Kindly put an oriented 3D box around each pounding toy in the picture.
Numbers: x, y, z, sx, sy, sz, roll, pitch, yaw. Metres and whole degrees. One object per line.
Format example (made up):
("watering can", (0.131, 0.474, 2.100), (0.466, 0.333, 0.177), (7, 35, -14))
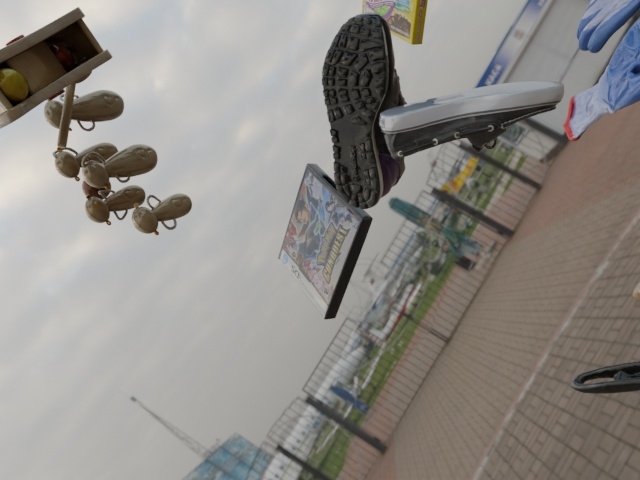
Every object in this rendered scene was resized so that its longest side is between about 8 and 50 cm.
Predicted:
("pounding toy", (-0.366, -0.215, 0.809), (0.154, 0.155, 0.270), (-20, 28, 20))

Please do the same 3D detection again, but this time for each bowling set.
("bowling set", (-0.388, -0.100, 1.022), (0.200, 0.287, 0.154), (-35, 2, 35))

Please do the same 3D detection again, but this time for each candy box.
("candy box", (0.132, -0.437, 1.053), (0.027, 0.206, 0.105), (-9, -55, -21))

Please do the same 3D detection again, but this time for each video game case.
("video game case", (0.000, 0.000, 1.339), (0.035, 0.248, 0.275), (-3, -55, -34))

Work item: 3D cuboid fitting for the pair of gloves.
("pair of gloves", (0.257, -0.186, 0.477), (0.159, 0.023, 0.198), (120, 168, -64))

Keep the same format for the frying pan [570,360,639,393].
("frying pan", (0.381, 0.075, 0.489), (0.197, 0.053, 0.326), (-45, 17, -17))

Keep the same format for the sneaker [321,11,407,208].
("sneaker", (0.080, -0.198, 0.860), (0.124, 0.107, 0.283), (-37, -42, -40))

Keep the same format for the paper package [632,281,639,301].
("paper package", (0.614, 0.009, 0.735), (0.325, 0.168, 0.309), (-49, -11, 6))

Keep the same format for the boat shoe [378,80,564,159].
("boat shoe", (0.192, -0.148, 0.738), (0.080, 0.228, 0.076), (-83, -19, -66))
